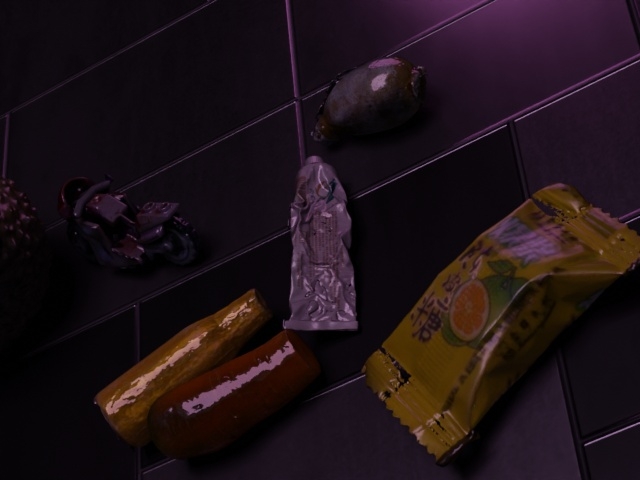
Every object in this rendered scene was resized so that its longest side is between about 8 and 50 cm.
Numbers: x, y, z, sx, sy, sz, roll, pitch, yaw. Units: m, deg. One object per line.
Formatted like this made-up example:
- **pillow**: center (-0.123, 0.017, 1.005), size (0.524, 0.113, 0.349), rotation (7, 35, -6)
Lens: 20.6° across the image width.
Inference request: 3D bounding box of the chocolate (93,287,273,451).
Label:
- **chocolate**: center (-0.146, 0.136, 1.953), size (0.219, 0.085, 0.085), rotation (-40, 41, 5)

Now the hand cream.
- **hand cream**: center (0.000, -0.003, 1.967), size (0.084, 0.050, 0.257), rotation (0, 47, 0)

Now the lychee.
- **lychee**: center (-0.456, 0.024, 2.164), size (0.255, 0.255, 0.274), rotation (-31, 50, 15)

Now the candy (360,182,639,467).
- **candy**: center (0.178, 0.071, 1.740), size (0.297, 0.081, 0.187), rotation (-44, 39, 0)

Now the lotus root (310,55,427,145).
- **lotus root**: center (0.054, -0.164, 2.043), size (0.165, 0.088, 0.088), rotation (-23, 44, 37)

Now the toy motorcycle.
- **toy motorcycle**: center (-0.239, -0.025, 2.133), size (0.213, 0.122, 0.082), rotation (1, 44, 38)

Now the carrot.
- **carrot**: center (-0.093, 0.170, 1.881), size (0.193, 0.087, 0.087), rotation (-27, 43, 13)
